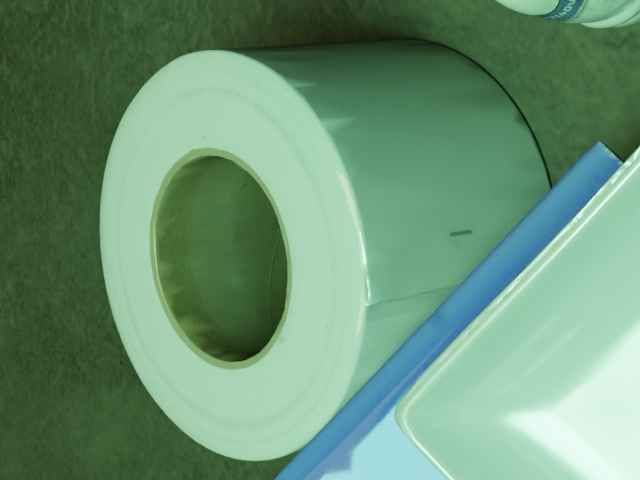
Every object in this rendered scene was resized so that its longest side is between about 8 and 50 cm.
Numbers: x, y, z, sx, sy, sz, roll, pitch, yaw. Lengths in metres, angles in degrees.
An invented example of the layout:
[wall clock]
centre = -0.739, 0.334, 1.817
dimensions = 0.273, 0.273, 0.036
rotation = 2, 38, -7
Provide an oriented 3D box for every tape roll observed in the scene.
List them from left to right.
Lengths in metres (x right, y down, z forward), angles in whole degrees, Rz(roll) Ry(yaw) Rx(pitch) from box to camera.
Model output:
[tape roll]
centre = 0.000, 0.000, 1.038
dimensions = 0.246, 0.169, 0.246
rotation = 11, 105, 46

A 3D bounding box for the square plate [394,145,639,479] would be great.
[square plate]
centre = 0.261, 0.088, 0.773
dimensions = 0.347, 0.049, 0.344
rotation = 45, 113, 11

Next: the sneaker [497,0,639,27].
[sneaker]
centre = 0.128, -0.261, 0.882
dimensions = 0.112, 0.131, 0.297
rotation = -9, 89, 49

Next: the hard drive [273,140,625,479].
[hard drive]
centre = 0.114, 0.134, 0.890
dimensions = 0.210, 0.040, 0.319
rotation = 45, 98, 12
